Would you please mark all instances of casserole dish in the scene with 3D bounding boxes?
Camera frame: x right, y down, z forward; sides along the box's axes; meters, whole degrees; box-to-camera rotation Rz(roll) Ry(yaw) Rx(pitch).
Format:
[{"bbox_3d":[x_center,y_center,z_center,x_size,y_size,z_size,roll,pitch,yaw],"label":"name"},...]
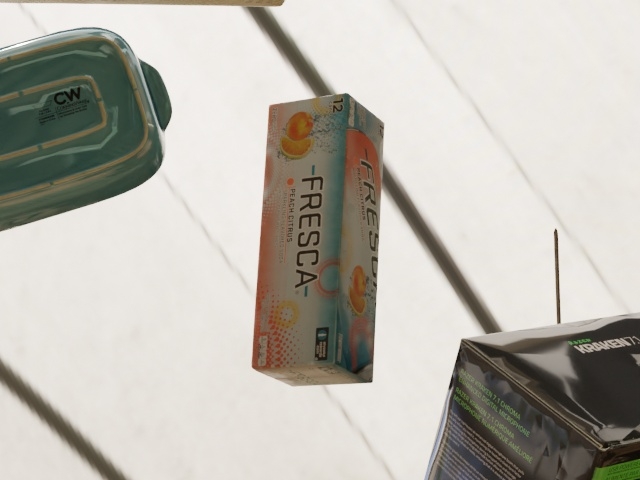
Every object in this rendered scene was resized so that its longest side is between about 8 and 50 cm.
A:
[{"bbox_3d":[-0.182,-0.072,0.956,0.188,0.114,0.037,-18,-3,-16],"label":"casserole dish"}]

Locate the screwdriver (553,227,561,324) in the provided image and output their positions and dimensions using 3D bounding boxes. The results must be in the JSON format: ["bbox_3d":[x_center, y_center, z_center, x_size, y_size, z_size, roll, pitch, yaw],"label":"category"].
[{"bbox_3d":[0.229,0.071,1.481,0.024,0.170,0.025,-10,9,-23],"label":"screwdriver"}]

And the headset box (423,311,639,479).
[{"bbox_3d":[0.190,0.181,0.969,0.246,0.131,0.283,-4,-62,-36],"label":"headset box"}]

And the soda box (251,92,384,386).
[{"bbox_3d":[0.000,0.000,0.989,0.063,0.183,0.058,-5,-18,27],"label":"soda box"}]

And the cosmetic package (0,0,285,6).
[{"bbox_3d":[-0.171,-0.272,1.269,0.309,0.113,0.160,-2,-11,-12],"label":"cosmetic package"}]
